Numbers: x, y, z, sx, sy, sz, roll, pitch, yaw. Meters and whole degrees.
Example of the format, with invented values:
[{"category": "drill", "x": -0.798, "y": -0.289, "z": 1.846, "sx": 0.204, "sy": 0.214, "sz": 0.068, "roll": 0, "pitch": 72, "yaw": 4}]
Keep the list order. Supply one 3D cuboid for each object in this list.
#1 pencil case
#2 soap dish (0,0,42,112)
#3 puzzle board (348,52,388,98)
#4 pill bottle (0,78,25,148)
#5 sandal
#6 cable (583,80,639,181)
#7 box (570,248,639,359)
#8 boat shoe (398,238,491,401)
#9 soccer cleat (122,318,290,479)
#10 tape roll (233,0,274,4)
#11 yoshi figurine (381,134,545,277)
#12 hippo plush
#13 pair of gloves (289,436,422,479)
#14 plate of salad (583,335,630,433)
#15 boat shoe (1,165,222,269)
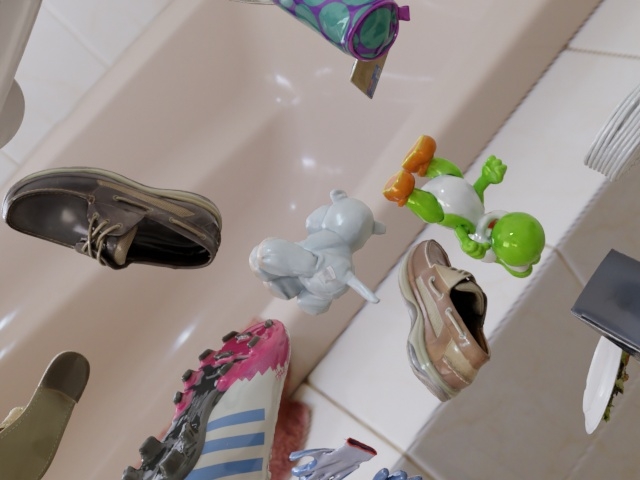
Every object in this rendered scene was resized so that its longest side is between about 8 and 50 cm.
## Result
[{"category": "pencil case", "x": 0.009, "y": -0.226, "z": 0.831, "sx": 0.070, "sy": 0.064, "sz": 0.152, "roll": -32, "pitch": 53, "yaw": -19}, {"category": "soap dish", "x": -0.402, "y": -0.211, "z": 0.855, "sx": 0.118, "sy": 0.229, "sz": 0.290, "roll": -11, "pitch": 55, "yaw": 27}, {"category": "puzzle board", "x": 0.085, "y": -0.306, "z": 1.459, "sx": 0.011, "sy": 0.096, "sz": 0.128, "roll": 19, "pitch": 88, "yaw": 25}, {"category": "pill bottle", "x": -0.478, "y": -0.217, "z": 1.093, "sx": 0.153, "sy": 0.153, "sz": 0.265, "roll": -46, "pitch": 57, "yaw": -2}, {"category": "sandal", "x": -0.409, "y": 0.266, "z": 1.272, "sx": 0.240, "sy": 0.088, "sz": 0.079, "roll": -60, "pitch": 16, "yaw": -15}, {"category": "cable", "x": 0.615, "y": -0.226, "z": 1.698, "sx": 0.089, "sy": 0.257, "sz": 0.257, "roll": 43, "pitch": 48, "yaw": 16}, {"category": "box", "x": 0.468, "y": 0.119, "z": 1.204, "sx": 0.108, "sy": 0.207, "sz": 0.153, "roll": -57, "pitch": 40, "yaw": 1}, {"category": "boat shoe", "x": 0.200, "y": 0.102, "z": 1.354, "sx": 0.116, "sy": 0.123, "sz": 0.324, "roll": -37, "pitch": 30, "yaw": 24}, {"category": "soccer cleat", "x": -0.102, "y": 0.220, "z": 0.999, "sx": 0.116, "sy": 0.143, "sz": 0.331, "roll": -22, "pitch": 18, "yaw": 30}, {"category": "tape roll", "x": -0.100, "y": -0.364, "z": 0.936, "sx": 0.392, "sy": 0.392, "sz": 0.072, "roll": -1, "pitch": 76, "yaw": 43}, {"category": "yoshi figurine", "x": 0.320, "y": -0.059, "z": 1.820, "sx": 0.203, "sy": 0.362, "sz": 0.203, "roll": -52, "pitch": 7, "yaw": 23}, {"category": "hippo plush", "x": 0.000, "y": 0.000, "z": 1.892, "sx": 0.294, "sy": 0.234, "sz": 0.236, "roll": -24, "pitch": 37, "yaw": 59}, {"category": "pair of gloves", "x": 0.054, "y": 0.333, "z": 1.240, "sx": 0.159, "sy": 0.198, "sz": 0.023, "roll": -43, "pitch": 24, "yaw": 44}, {"category": "plate of salad", "x": 0.461, "y": 0.213, "z": 1.414, "sx": 0.048, "sy": 0.199, "sz": 0.199, "roll": 17, "pitch": 61, "yaw": 10}, {"category": "boat shoe", "x": -0.326, "y": -0.028, "z": 1.434, "sx": 0.130, "sy": 0.356, "sz": 0.132, "roll": -111, "pitch": 31, "yaw": -54}]
